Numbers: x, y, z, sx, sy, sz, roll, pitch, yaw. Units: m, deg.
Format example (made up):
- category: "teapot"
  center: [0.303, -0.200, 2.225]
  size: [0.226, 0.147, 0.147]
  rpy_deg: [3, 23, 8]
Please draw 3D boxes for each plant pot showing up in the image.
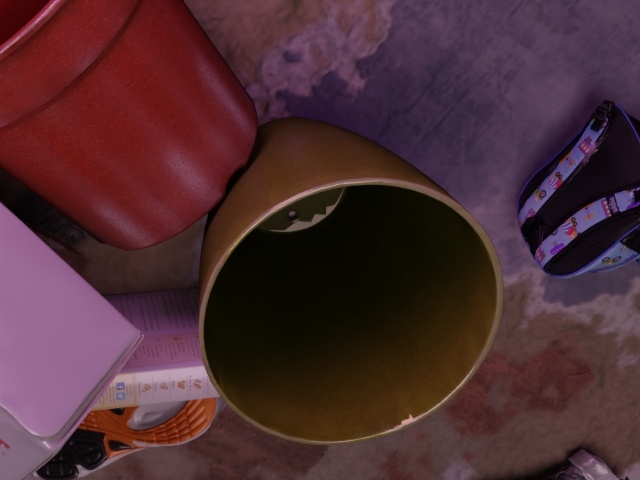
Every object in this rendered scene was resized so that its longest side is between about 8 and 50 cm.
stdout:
- category: "plant pot"
  center: [-0.209, -0.145, 1.181]
  size: [0.272, 0.272, 0.265]
  rpy_deg: [-36, 129, 7]
- category: "plant pot"
  center: [0.000, 0.000, 1.279]
  size: [0.274, 0.293, 0.275]
  rpy_deg: [-6, 120, -10]

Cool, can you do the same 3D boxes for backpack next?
- category: "backpack"
  center: [0.305, -0.036, 1.424]
  size: [0.117, 0.158, 0.173]
  rpy_deg: [19, 127, -42]

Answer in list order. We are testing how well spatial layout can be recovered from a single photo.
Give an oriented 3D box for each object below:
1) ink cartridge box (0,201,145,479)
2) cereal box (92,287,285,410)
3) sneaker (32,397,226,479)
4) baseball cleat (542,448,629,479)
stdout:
- category: "ink cartridge box"
  center: [-0.379, 0.120, 1.192]
  size: [0.279, 0.160, 0.384]
  rpy_deg: [43, 133, -9]
- category: "cereal box"
  center: [-0.168, 0.108, 1.367]
  size: [0.240, 0.173, 0.047]
  rpy_deg: [-4, 115, -11]
- category: "sneaker"
  center: [-0.218, 0.199, 1.454]
  size: [0.262, 0.121, 0.099]
  rpy_deg: [-12, 86, 16]
- category: "baseball cleat"
  center: [0.293, 0.313, 1.672]
  size: [0.206, 0.072, 0.109]
  rpy_deg: [7, 101, -20]
